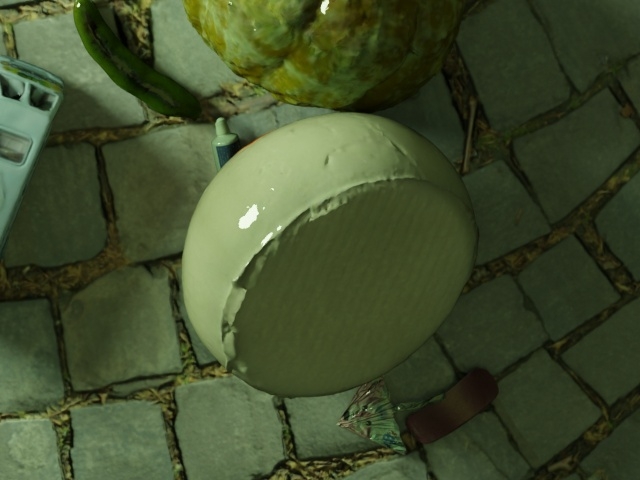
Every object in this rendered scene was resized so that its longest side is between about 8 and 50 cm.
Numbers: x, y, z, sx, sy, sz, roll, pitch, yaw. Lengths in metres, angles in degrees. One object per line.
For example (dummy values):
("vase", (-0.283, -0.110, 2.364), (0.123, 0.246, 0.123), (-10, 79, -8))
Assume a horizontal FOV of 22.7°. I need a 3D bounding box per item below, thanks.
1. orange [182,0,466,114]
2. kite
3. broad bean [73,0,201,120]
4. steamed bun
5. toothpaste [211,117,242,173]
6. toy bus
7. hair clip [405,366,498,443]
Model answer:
("orange", (-0.013, -0.280, 1.893), (0.368, 0.210, 0.271), (29, 124, -13))
("kite", (0.095, 0.230, 2.166), (0.156, 0.011, 0.139), (-14, 103, 6))
("broad bean", (-0.237, -0.225, 1.975), (0.069, 0.039, 0.227), (-40, 107, 0))
("steamed bun", (0.000, 0.000, 1.955), (0.374, 0.241, 0.374), (-16, 136, -16))
("toothpaste", (-0.108, -0.064, 2.044), (0.057, 0.035, 0.197), (-16, 113, -12))
("toy bus", (-0.414, -0.056, 1.953), (0.109, 0.136, 0.330), (20, 105, -15))
("hair clip", (0.181, 0.228, 2.179), (0.137, 0.022, 0.054), (-36, 103, 5))
